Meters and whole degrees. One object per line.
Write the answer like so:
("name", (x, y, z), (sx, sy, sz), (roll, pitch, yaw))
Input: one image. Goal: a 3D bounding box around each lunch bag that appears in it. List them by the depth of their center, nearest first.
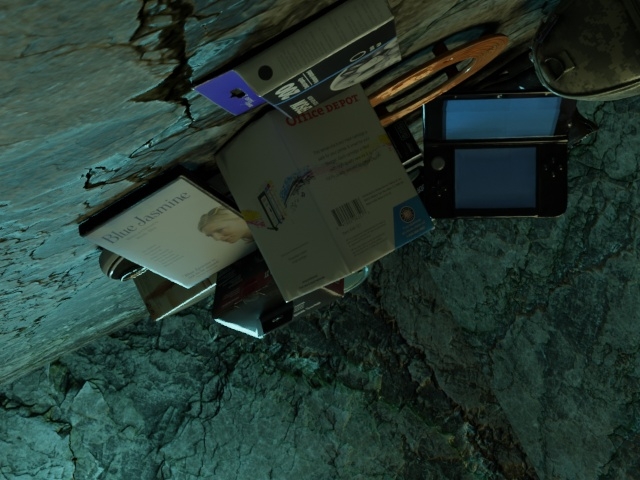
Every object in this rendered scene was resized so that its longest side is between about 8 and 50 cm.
("lunch bag", (0.477, -0.319, 1.341), (0.256, 0.212, 0.305), (-30, 176, 27))

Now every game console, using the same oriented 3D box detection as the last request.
("game console", (0.349, -0.164, 1.703), (0.293, 0.250, 0.173), (-1, -176, 8))

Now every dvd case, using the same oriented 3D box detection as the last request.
("dvd case", (-0.199, -0.012, 1.259), (0.180, 0.022, 0.253), (-28, 149, 17))

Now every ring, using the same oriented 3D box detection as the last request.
("ring", (0.143, -0.245, 1.377), (0.337, 0.032, 0.336), (-29, 177, -2))

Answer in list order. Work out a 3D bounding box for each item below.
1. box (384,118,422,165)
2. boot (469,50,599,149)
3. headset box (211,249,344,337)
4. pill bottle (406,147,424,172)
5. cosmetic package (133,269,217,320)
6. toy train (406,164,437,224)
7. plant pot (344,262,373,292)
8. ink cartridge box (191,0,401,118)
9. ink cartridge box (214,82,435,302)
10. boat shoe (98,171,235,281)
("box", (0.076, -0.149, 1.874), (0.290, 0.087, 0.169), (-28, 177, 6))
("boot", (0.440, -0.261, 1.840), (0.091, 0.229, 0.263), (-29, 179, -34))
("headset box", (-0.066, 0.011, 1.425), (0.110, 0.293, 0.218), (27, 140, -32))
("pill bottle", (0.202, -0.169, 2.398), (0.215, 0.117, 0.117), (-28, 177, 14))
("cosmetic package", (-0.271, 0.059, 1.915), (0.153, 0.129, 0.296), (-23, 174, -45))
("toy train", (0.156, -0.070, 1.946), (0.334, 0.142, 0.190), (-31, -171, 27))
("plant pot", (0.000, 0.000, 1.708), (0.290, 0.195, 0.290), (-18, 152, -10))
("ink cartridge box", (-0.015, -0.179, 0.922), (0.208, 0.045, 0.206), (-27, 178, 7))
("ink cartridge box", (0.001, -0.067, 1.179), (0.171, 0.232, 0.168), (-26, 179, -38))
("boat shoe", (-0.235, 0.007, 1.405), (0.335, 0.119, 0.121), (-30, 177, 34))
